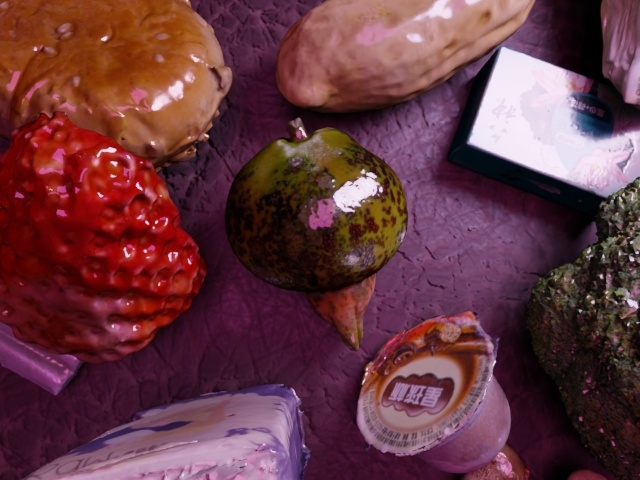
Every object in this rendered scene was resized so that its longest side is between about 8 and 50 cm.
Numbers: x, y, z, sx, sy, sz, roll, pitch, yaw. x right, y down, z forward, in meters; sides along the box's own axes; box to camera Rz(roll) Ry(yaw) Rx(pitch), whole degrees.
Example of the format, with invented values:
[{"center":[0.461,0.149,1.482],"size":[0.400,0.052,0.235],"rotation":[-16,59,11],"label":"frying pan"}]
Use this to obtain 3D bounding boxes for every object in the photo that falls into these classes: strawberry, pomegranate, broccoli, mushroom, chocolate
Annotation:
[{"center":[-0.272,0.023,0.552],"size":[0.265,0.336,0.149],"rotation":[25,52,-3],"label":"strawberry"},{"center":[0.013,-0.009,0.639],"size":[0.276,0.222,0.204],"rotation":[43,75,-30],"label":"pomegranate"},{"center":[0.436,0.114,0.567],"size":[0.309,0.321,0.414],"rotation":[-3,95,-19],"label":"broccoli"},{"center":[0.203,0.363,0.664],"size":[0.071,0.084,0.209],"rotation":[28,90,41],"label":"mushroom"},{"center":[0.163,0.207,0.641],"size":[0.221,0.221,0.147],"rotation":[-48,115,-5],"label":"chocolate"}]

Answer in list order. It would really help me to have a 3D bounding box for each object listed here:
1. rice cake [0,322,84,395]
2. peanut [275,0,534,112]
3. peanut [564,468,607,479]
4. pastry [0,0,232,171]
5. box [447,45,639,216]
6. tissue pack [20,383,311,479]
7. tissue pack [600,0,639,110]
[{"center":[-0.420,0.124,0.678],"size":[0.226,0.040,0.085],"rotation":[29,84,1],"label":"rice cake"},{"center":[0.113,-0.295,0.672],"size":[0.387,0.169,0.192],"rotation":[-31,70,-3],"label":"peanut"},{"center":[0.320,0.425,0.638],"size":[0.123,0.123,0.257],"rotation":[25,80,1],"label":"peanut"},{"center":[-0.275,-0.199,0.639],"size":[0.315,0.184,0.285],"rotation":[21,63,4],"label":"pastry"},{"center":[0.324,-0.146,0.702],"size":[0.244,0.092,0.153],"rotation":[20,84,0],"label":"box"},{"center":[-0.137,0.246,0.523],"size":[0.242,0.344,0.125],"rotation":[-10,83,-2],"label":"tissue pack"},{"center":[0.524,-0.356,0.656],"size":[0.390,0.195,0.376],"rotation":[-10,99,-22],"label":"tissue pack"}]
